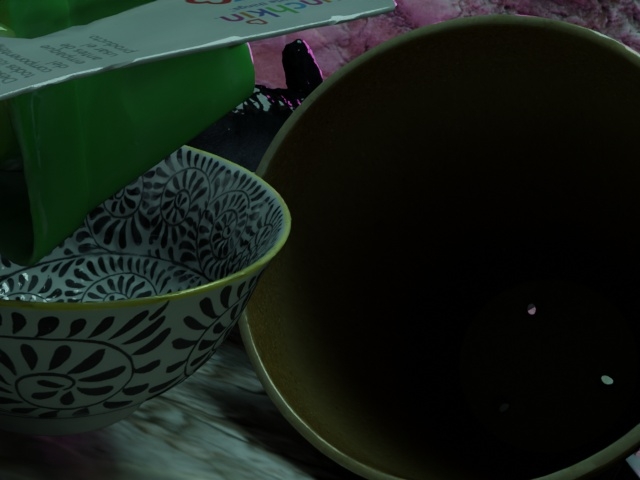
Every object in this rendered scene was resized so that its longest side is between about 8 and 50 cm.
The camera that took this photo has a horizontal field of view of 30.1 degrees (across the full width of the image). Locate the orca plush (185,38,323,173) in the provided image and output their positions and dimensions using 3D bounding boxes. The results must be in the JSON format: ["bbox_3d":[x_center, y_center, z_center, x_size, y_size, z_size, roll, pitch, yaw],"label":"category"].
[{"bbox_3d":[-0.045,-0.091,0.813,0.287,0.102,0.151,13,-4,-41],"label":"orca plush"}]

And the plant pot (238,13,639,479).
[{"bbox_3d":[0.106,0.040,0.662,0.237,0.237,0.254,27,-9,25],"label":"plant pot"}]

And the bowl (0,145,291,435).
[{"bbox_3d":[-0.099,0.020,0.445,0.170,0.080,0.170,7,23,-3],"label":"bowl"}]

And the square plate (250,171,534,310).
[{"bbox_3d":[0.000,0.000,0.899,0.347,0.049,0.344,14,-5,-36],"label":"square plate"}]

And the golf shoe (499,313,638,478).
[{"bbox_3d":[0.190,0.094,0.937,0.140,0.115,0.306,22,4,10],"label":"golf shoe"}]

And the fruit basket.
[{"bbox_3d":[-0.210,-0.065,0.367,0.353,0.165,0.327,-29,39,-32],"label":"fruit basket"}]

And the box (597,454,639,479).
[{"bbox_3d":[0.236,0.184,0.604,0.159,0.044,0.233,25,6,0],"label":"box"}]
